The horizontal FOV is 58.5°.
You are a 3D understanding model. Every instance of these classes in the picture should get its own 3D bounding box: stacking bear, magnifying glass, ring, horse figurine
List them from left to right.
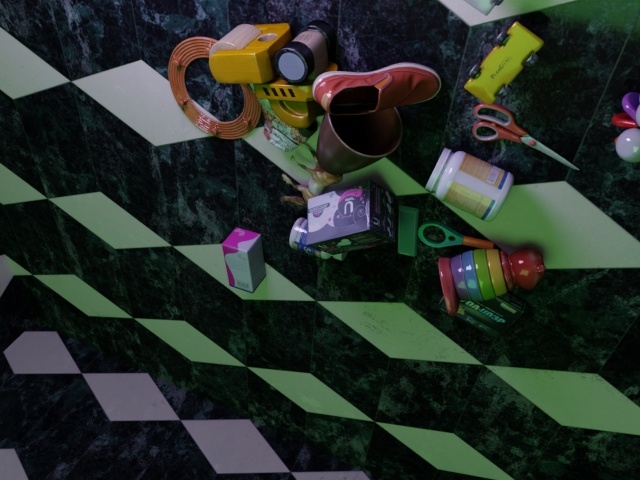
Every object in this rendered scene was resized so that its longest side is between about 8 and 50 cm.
[{"bbox_3d":[-0.335,-0.461,1.776,0.336,0.032,0.337,16,135,17],"label":"ring"},{"bbox_3d":[-0.034,-0.188,1.817,0.174,0.066,0.263,38,136,4],"label":"horse figurine"},{"bbox_3d":[0.411,-0.006,1.743,0.230,0.026,0.092,12,133,20],"label":"magnifying glass"},{"bbox_3d":[0.504,0.099,1.667,0.288,0.175,0.165,-13,101,18],"label":"stacking bear"}]

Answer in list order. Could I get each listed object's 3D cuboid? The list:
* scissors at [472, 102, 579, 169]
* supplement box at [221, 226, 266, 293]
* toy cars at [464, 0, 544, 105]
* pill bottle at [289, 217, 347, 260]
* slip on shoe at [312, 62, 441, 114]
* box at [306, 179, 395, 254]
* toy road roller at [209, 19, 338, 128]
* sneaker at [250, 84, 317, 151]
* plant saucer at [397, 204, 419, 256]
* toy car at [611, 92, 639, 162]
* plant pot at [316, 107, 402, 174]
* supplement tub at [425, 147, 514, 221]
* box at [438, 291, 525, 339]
[{"bbox_3d":[0.525,-0.263,1.445,0.296,0.021,0.109,23,134,14],"label":"scissors"},{"bbox_3d":[-0.288,0.076,2.171,0.111,0.114,0.220,16,136,19],"label":"supplement box"},{"bbox_3d":[0.403,-0.500,1.265,0.176,0.087,0.394,2,126,23],"label":"toy cars"},{"bbox_3d":[0.000,0.000,1.930,0.186,0.112,0.112,18,135,17],"label":"pill bottle"},{"bbox_3d":[0.148,-0.367,1.427,0.330,0.101,0.123,-7,139,-13],"label":"slip on shoe"},{"bbox_3d":[0.090,-0.066,1.751,0.247,0.164,0.142,-13,157,38],"label":"box"},{"bbox_3d":[-0.112,-0.438,1.536,0.329,0.203,0.241,9,133,22],"label":"toy road roller"},{"bbox_3d":[-0.147,-0.379,1.693,0.270,0.090,0.145,43,134,-13],"label":"sneaker"},{"bbox_3d":[0.275,-0.026,1.812,0.067,0.018,0.192,13,132,21],"label":"plant saucer"},{"bbox_3d":[0.718,-0.269,1.257,0.136,0.159,0.182,55,149,33],"label":"toy car"},{"bbox_3d":[0.079,-0.277,1.588,0.215,0.215,0.230,38,151,-5],"label":"plant pot"},{"bbox_3d":[0.397,-0.152,1.532,0.199,0.144,0.144,27,137,8],"label":"supplement tub"},{"bbox_3d":[0.519,0.208,1.850,0.220,0.051,0.175,30,137,5],"label":"box"}]
